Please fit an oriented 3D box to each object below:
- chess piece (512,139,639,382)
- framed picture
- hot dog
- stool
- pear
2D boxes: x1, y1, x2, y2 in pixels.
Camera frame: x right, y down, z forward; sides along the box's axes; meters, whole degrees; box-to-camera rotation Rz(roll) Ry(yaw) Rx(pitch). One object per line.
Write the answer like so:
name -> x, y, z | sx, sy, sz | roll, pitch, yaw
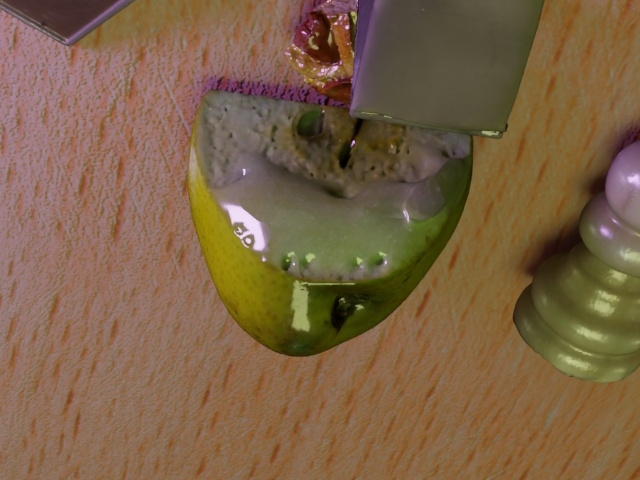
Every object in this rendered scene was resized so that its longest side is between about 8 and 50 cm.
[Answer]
chess piece -> 0.384, 0.008, 2.368 | 0.182, 0.182, 0.330 | 13, 131, -11
framed picture -> -0.343, -0.317, 2.105 | 0.265, 0.018, 0.192 | 30, 146, -28
hot dog -> 0.064, -0.203, 2.183 | 0.213, 0.103, 0.146 | 22, 135, -21
stool -> 0.135, -0.287, 1.965 | 0.170, 0.270, 0.244 | 8, 137, -4
pear -> 0.000, 0.000, 2.244 | 0.342, 0.318, 0.238 | 7, 143, 1
